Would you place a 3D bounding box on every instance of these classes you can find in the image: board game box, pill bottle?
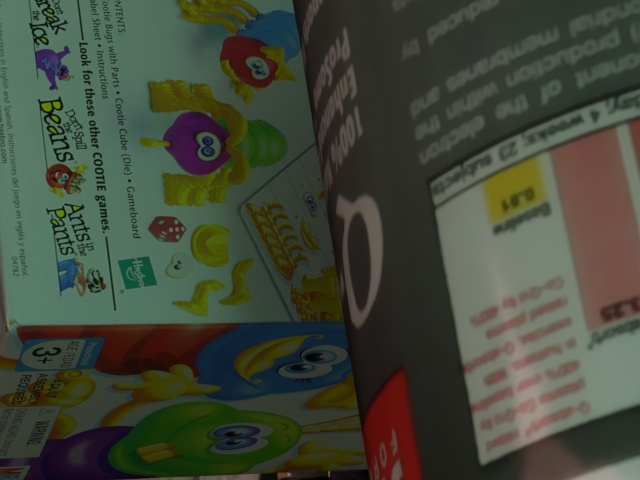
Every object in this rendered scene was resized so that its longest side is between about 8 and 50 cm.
[{"bbox_3d":[0.000,0.000,0.752,0.142,0.275,0.144,121,145,-56],"label":"board game box"},{"bbox_3d":[0.110,0.020,0.530,0.210,0.210,0.362,123,143,-57],"label":"pill bottle"}]

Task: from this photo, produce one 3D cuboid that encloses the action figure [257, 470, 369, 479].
[{"bbox_3d":[0.024,0.142,0.970,0.285,0.099,0.185,127,133,-66],"label":"action figure"}]
